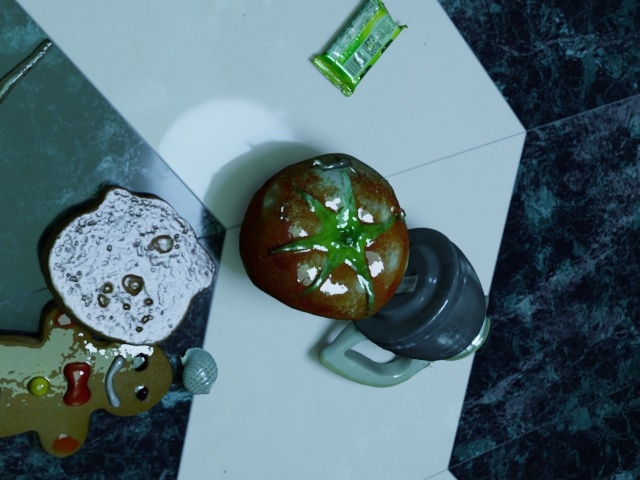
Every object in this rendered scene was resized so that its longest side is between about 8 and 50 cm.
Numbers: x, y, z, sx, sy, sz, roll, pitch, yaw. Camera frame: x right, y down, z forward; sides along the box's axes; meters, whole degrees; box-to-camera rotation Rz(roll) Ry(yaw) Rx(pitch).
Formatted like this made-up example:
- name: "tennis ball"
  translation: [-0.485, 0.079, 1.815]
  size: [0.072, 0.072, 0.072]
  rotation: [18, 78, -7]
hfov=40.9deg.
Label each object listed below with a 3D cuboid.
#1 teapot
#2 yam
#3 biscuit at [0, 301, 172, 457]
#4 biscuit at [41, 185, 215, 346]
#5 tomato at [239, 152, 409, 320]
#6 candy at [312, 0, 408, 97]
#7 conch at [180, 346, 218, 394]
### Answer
- name: "teapot"
  translation: [0.190, 0.163, 1.639]
  size: [0.239, 0.240, 0.321]
  rotation: [39, 79, -38]
- name: "yam"
  translation: [-0.513, -0.236, 1.373]
  size: [0.234, 0.029, 0.027]
  rotation: [-51, 141, -8]
- name: "biscuit"
  translation: [-0.464, 0.242, 1.469]
  size: [0.432, 0.064, 0.282]
  rotation: [2, 100, -23]
- name: "biscuit"
  translation: [-0.331, 0.046, 1.482]
  size: [0.273, 0.049, 0.257]
  rotation: [45, 72, -25]
- name: "tomato"
  translation: [0.000, 0.000, 1.519]
  size: [0.304, 0.239, 0.303]
  rotation: [1, 86, -22]
- name: "candy"
  translation: [0.073, -0.363, 1.587]
  size: [0.102, 0.032, 0.178]
  rotation: [40, 85, -21]
- name: "conch"
  translation: [-0.220, 0.241, 1.578]
  size: [0.076, 0.057, 0.085]
  rotation: [-32, 112, -27]
